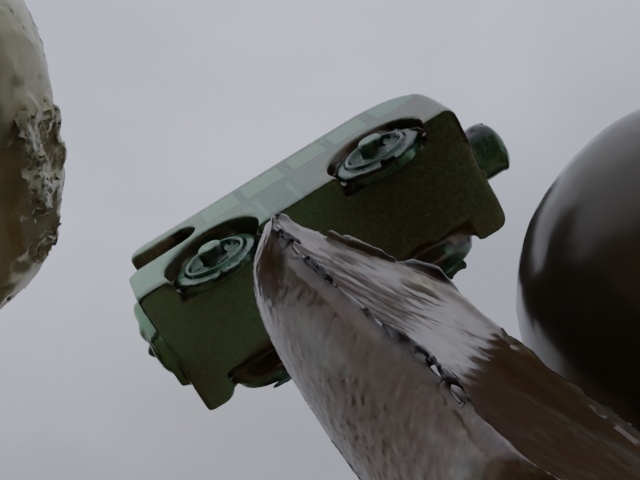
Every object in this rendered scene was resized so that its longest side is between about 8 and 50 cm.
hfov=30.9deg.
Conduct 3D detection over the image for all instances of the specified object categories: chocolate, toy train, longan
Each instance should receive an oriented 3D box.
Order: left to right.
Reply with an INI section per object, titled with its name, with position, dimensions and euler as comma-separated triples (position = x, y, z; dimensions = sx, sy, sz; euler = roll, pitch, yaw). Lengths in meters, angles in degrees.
[toy train]
position = 0.000, 0.000, 0.941
dimensions = 0.326, 0.159, 0.129
euler = -32, -67, -5
[chocolate]
position = 0.054, 0.080, 0.523
dimensions = 0.161, 0.261, 0.083
euler = 23, -78, -33
[longan]
position = 0.235, 0.034, 0.644
dimensions = 0.258, 0.258, 0.258
euler = 0, -42, 0

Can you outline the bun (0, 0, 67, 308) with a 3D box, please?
[bun]
position = -0.335, -0.095, 0.810
dimensions = 0.326, 0.234, 0.362
euler = -40, -85, 21
